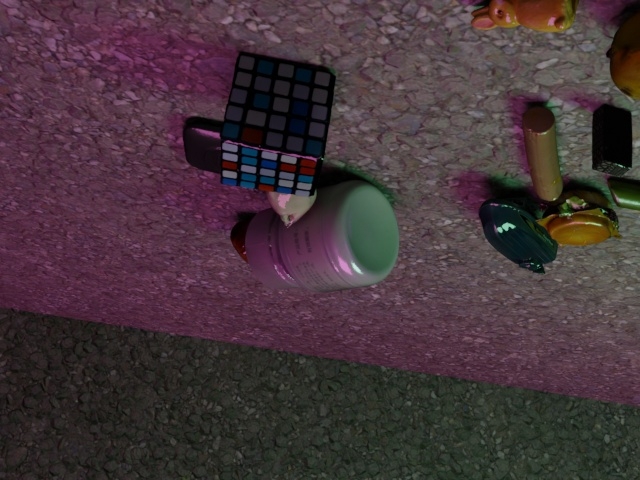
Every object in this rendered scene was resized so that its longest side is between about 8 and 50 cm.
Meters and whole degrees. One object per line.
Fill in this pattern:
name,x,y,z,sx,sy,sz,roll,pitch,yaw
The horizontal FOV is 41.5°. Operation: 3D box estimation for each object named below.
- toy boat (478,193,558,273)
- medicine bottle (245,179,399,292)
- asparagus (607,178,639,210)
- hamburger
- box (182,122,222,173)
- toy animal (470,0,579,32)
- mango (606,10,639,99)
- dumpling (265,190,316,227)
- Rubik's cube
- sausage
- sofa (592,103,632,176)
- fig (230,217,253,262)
toy boat,0.427,-0.030,1.853,0.114,0.122,0.296,-7,155,32
medicine bottle,0.000,0.000,1.932,0.302,0.241,0.241,-10,151,39
asparagus,0.714,-0.075,1.716,0.278,0.060,0.067,9,169,2
hamburger,0.549,-0.052,1.791,0.164,0.093,0.189,-4,156,25
box,-0.198,-0.185,1.817,0.201,0.042,0.212,9,159,-5
toy animal,0.286,-0.332,1.223,0.159,0.083,0.070,5,152,35
mango,0.532,-0.283,1.180,0.167,0.130,0.262,16,153,-32
dumpling,-0.063,-0.126,1.787,0.118,0.136,0.199,5,137,-18
Rubik's cube,-0.080,-0.203,1.536,0.187,0.184,0.182,11,158,-3
sausage,0.426,-0.159,1.610,0.066,0.066,0.301,1,157,18
sofa,0.507,-0.174,1.469,0.060,0.118,0.039,14,155,-10
fig,-0.165,-0.007,2.164,0.128,0.128,0.150,24,126,-33
